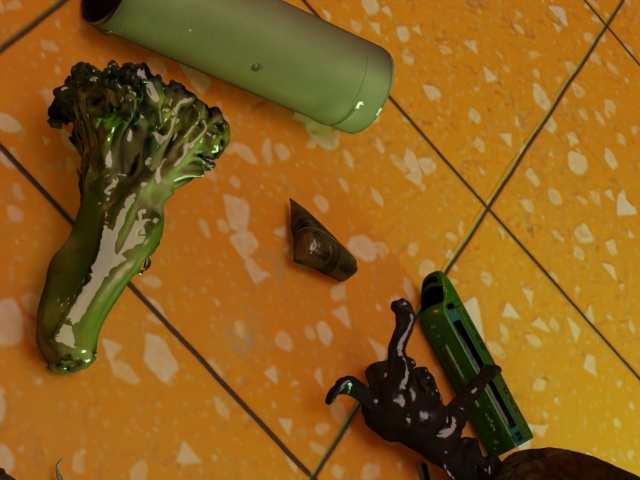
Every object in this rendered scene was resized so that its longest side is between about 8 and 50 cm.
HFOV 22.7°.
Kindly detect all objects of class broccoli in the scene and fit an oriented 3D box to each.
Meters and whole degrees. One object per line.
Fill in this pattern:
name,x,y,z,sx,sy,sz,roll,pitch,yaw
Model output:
broccoli,-0.195,-0.022,1.444,0.165,0.145,0.304,35,55,-36

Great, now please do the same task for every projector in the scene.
projector,-0.081,-0.213,1.673,0.337,0.108,0.108,21,52,-33

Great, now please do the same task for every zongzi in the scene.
zongzi,0.000,0.000,1.670,0.076,0.040,0.083,29,30,-36

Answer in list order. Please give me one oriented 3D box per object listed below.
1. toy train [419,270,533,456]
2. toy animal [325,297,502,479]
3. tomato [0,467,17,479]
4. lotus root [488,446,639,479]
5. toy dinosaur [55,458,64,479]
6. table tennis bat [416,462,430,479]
toy train,0.155,0.133,1.717,0.042,0.044,0.209,-20,78,-46
toy animal,0.108,0.169,1.614,0.232,0.084,0.148,35,41,-31
tomato,-0.260,0.271,1.081,0.265,0.265,0.265,23,51,-31
lotus root,0.303,0.353,1.616,0.314,0.142,0.210,34,54,-29
toy dinosaur,-0.201,0.229,1.339,0.062,0.021,0.083,31,50,-35
table tennis bat,0.112,0.267,1.617,0.050,0.007,0.083,8,60,-41
